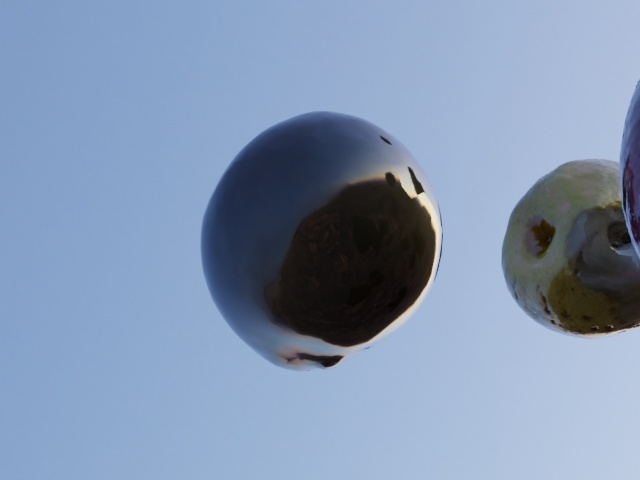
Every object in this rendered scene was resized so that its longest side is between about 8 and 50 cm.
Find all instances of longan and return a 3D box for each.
[{"bbox_3d":[0.000,0.000,1.328,0.197,0.196,0.220,-30,-19,-21],"label":"longan"}]

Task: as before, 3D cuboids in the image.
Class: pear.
[{"bbox_3d":[0.392,0.016,2.385,0.271,0.271,0.271,-27,-38,-24],"label":"pear"}]

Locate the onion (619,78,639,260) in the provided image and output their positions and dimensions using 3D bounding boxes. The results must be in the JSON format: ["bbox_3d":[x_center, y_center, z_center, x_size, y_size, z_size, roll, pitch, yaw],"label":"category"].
[{"bbox_3d":[0.285,-0.053,0.945,0.256,0.230,0.272,-19,-54,-12],"label":"onion"}]
